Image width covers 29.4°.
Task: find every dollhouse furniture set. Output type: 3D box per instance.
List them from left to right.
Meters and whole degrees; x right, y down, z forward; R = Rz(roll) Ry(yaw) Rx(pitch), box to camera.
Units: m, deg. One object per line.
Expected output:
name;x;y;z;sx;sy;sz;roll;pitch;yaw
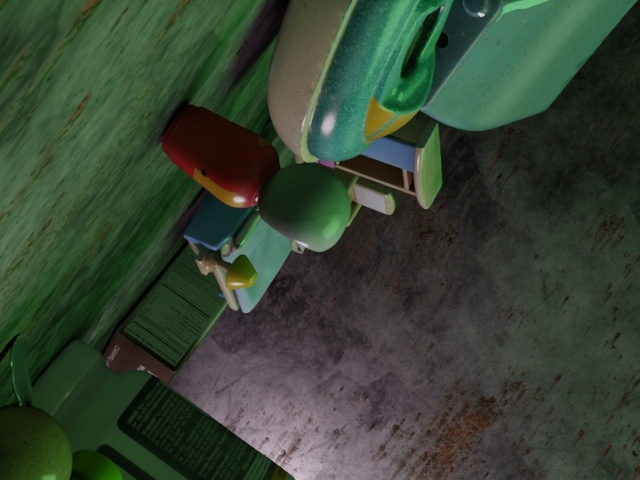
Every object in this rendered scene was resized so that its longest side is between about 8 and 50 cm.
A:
dollhouse furniture set;0.000;0.000;1.543;0.303;0.198;0.286;-59;158;-24

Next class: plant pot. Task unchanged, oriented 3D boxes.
plant pot;0.144;-0.256;1.193;0.252;0.247;0.248;-31;163;-49

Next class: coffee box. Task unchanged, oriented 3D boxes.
coffee box;-0.194;0.098;1.693;0.246;0.098;0.141;-55;-179;-37

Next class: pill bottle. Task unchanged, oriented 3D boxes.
pill bottle;-0.174;0.232;1.238;0.162;0.278;0.162;-54;180;0

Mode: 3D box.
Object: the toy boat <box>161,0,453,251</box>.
toy boat;0.017;-0.120;0.974;0.318;0.148;0.267;-51;168;-38

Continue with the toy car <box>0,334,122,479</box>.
toy car;-0.244;0.169;0.914;0.155;0.149;0.188;-60;157;-50
